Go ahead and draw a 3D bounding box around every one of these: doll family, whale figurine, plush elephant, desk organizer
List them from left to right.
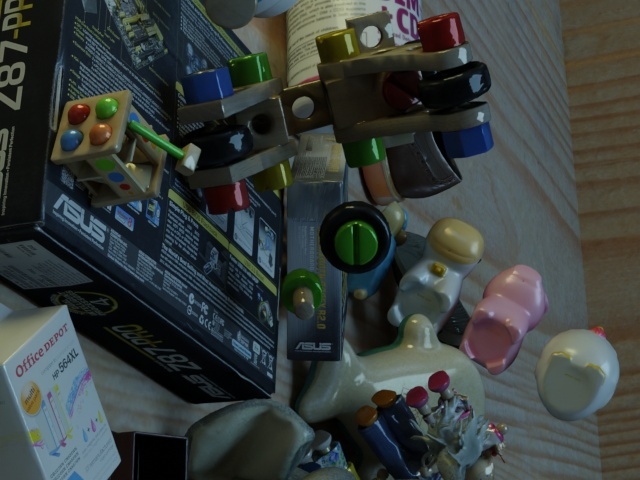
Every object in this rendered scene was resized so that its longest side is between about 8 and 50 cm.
[{"bbox_3d":[-0.139,0.219,1.117,0.047,0.050,0.130,38,47,-61],"label":"desk organizer"},{"bbox_3d":[-0.007,0.280,1.203,0.272,0.255,0.330,55,40,-33],"label":"plush elephant"},{"bbox_3d":[0.065,0.182,1.586,0.272,0.141,0.216,23,82,-40],"label":"whale figurine"},{"bbox_3d":[0.072,0.253,1.478,0.163,0.263,0.118,60,-11,-19],"label":"doll family"}]

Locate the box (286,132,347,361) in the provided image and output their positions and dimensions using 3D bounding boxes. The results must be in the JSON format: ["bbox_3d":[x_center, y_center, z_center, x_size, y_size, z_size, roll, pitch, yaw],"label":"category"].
[{"bbox_3d":[0.000,0.000,1.426,0.231,0.056,0.183,-81,172,-75],"label":"box"}]

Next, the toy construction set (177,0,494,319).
[{"bbox_3d":[-0.015,-0.147,1.175,0.309,0.257,0.237,50,9,-13],"label":"toy construction set"}]

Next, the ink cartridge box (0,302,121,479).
[{"bbox_3d":[-0.209,0.113,0.921,0.092,0.090,0.143,-55,133,-61],"label":"ink cartridge box"}]

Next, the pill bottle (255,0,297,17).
[{"bbox_3d":[-0.101,-0.298,1.286,0.264,0.146,0.146,33,52,-64],"label":"pill bottle"}]

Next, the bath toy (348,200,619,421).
[{"bbox_3d":[0.210,0.082,1.686,0.151,0.348,0.129,-62,168,20],"label":"bath toy"}]

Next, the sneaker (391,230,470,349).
[{"bbox_3d":[0.123,0.091,1.837,0.222,0.083,0.118,-107,-145,-48],"label":"sneaker"}]

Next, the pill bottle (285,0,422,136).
[{"bbox_3d":[0.038,-0.263,1.613,0.160,0.160,0.283,37,48,-61],"label":"pill bottle"}]

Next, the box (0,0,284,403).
[{"bbox_3d":[-0.145,-0.071,1.154,0.395,0.097,0.318,44,44,-58],"label":"box"}]

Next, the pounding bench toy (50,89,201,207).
[{"bbox_3d":[-0.131,-0.067,0.949,0.065,0.083,0.052,54,35,-48],"label":"pounding bench toy"}]

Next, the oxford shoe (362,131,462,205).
[{"bbox_3d":[0.112,-0.234,1.829,0.130,0.132,0.364,-13,94,-69],"label":"oxford shoe"}]
